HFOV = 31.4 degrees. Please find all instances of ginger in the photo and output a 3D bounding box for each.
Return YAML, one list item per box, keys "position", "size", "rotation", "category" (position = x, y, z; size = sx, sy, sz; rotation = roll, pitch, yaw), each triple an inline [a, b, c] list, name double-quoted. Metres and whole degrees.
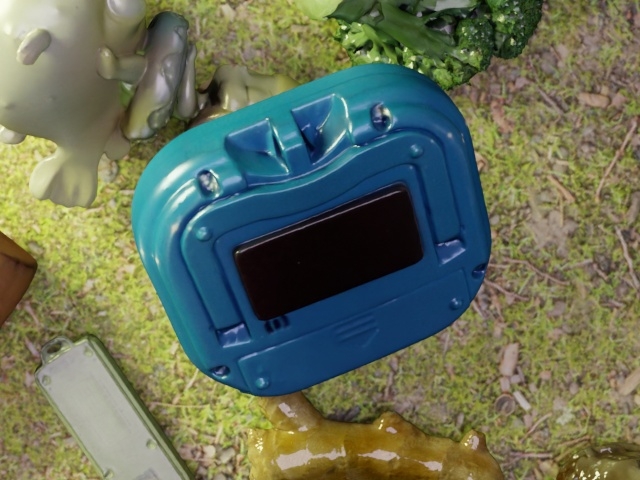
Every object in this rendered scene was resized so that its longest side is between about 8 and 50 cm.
- position: [0.065, 0.238, 1.231]
  size: [0.299, 0.065, 0.118]
  rotation: [14, 98, -10]
  category: "ginger"

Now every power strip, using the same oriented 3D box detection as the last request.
- position: [-0.206, 0.215, 1.204]
  size: [0.078, 0.052, 0.272]
  rotation: [-34, 96, -3]
  category: "power strip"

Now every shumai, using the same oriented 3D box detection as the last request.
- position: [0.353, 0.315, 1.212]
  size: [0.206, 0.175, 0.166]
  rotation: [20, 91, -11]
  category: "shumai"

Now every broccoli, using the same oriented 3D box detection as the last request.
- position: [0.080, -0.264, 1.115]
  size: [0.270, 0.270, 0.270]
  rotation: [-21, 97, -44]
  category: "broccoli"

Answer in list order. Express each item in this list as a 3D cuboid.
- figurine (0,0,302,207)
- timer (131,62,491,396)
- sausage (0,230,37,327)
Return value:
- position: [-0.174, -0.139, 1.140]
  size: [0.394, 0.226, 0.274]
  rotation: [18, 112, -20]
  category: "figurine"
- position: [0.000, 0.000, 1.123]
  size: [0.340, 0.115, 0.309]
  rotation: [-22, 127, -4]
  category: "timer"
- position: [-0.411, 0.111, 1.139]
  size: [0.121, 0.121, 0.304]
  rotation: [37, 90, -7]
  category: "sausage"
